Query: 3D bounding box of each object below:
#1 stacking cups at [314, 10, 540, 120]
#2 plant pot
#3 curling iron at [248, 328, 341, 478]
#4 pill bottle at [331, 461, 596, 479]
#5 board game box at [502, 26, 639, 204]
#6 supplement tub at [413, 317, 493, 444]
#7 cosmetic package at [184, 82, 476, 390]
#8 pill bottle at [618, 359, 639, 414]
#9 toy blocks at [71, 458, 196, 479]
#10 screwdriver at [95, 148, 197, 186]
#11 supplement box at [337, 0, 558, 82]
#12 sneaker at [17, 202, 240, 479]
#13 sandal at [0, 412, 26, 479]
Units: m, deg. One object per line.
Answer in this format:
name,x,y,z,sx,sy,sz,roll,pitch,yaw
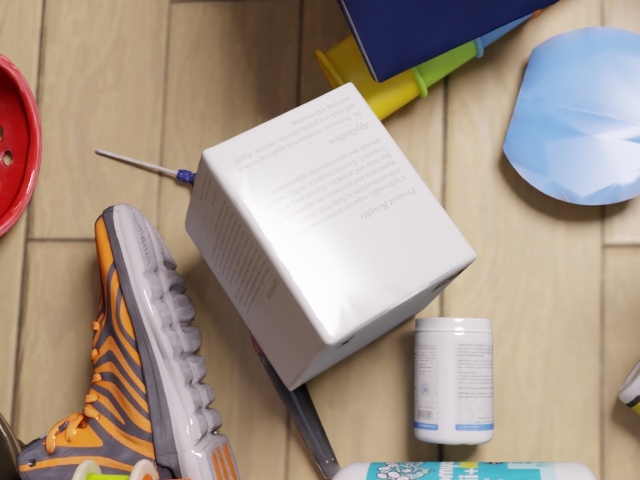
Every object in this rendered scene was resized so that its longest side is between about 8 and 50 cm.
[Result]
stacking cups,0.148,-0.222,0.801,0.316,0.096,0.096,-34,78,0
plant pot,-0.395,-0.094,0.838,0.174,0.191,0.191,6,84,21
curling iron,-0.036,0.090,0.815,0.068,0.035,0.274,-21,79,8
pill bottle,0.094,0.256,0.712,0.264,0.146,0.146,-3,82,10
board game box,0.245,-0.110,0.789,0.133,0.033,0.169,15,81,18
supplement tub,0.117,0.122,0.763,0.071,0.071,0.107,1,83,11
cosmetic package,0.000,0.000,0.735,0.151,0.151,0.184,-28,77,-24
pill bottle,0.315,0.142,0.724,0.116,0.065,0.065,38,91,14
toy blocks,-0.119,0.235,0.712,0.148,0.054,0.123,-2,115,10
screwdriver,-0.155,-0.070,0.866,0.169,0.025,0.024,17,86,12
supplement box,0.054,-0.350,0.724,0.194,0.195,0.357,-24,61,7
sneaker,-0.200,0.135,0.797,0.180,0.124,0.321,-17,80,8
sandal,-0.293,0.234,0.841,0.090,0.060,0.219,-43,91,9
